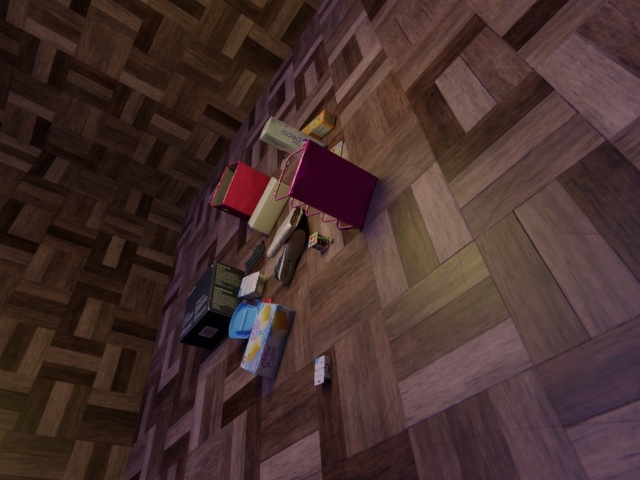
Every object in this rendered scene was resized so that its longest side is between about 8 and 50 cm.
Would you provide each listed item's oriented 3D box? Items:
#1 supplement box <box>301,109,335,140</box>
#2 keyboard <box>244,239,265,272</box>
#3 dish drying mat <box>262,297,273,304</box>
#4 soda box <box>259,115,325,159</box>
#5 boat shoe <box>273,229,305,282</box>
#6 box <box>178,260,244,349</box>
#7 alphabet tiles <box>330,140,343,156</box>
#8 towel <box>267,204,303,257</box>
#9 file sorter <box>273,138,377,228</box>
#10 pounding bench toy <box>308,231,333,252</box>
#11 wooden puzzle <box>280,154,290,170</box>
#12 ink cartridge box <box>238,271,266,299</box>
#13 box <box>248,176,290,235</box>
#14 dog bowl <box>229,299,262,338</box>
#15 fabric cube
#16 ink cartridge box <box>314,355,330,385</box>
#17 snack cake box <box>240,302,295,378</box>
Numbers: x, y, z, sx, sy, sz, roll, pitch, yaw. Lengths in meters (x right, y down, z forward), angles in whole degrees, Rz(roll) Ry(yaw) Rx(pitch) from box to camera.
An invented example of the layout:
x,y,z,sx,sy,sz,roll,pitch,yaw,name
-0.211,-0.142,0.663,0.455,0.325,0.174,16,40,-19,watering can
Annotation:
x,y,z,sx,sy,sz,roll,pitch,yaw,name
-0.024,-0.541,2.029,0.233,0.080,0.078,-27,48,46,supplement box
-0.345,0.075,2.146,0.180,0.023,0.108,-50,31,24,keyboard
-0.233,0.271,1.811,0.083,0.008,0.032,-21,51,52,dish drying mat
-0.128,-0.457,1.908,0.098,0.286,0.091,-14,55,65,soda box
-0.134,0.059,1.730,0.079,0.084,0.233,16,84,58,boat shoe
-0.561,0.339,2.137,0.343,0.179,0.312,-44,35,34,box
0.017,-0.317,1.853,0.237,0.009,0.198,-30,44,47,alphabet tiles
-0.149,-0.046,1.800,0.187,0.049,0.282,-54,9,23,towel
0.011,-0.181,1.460,0.182,0.291,0.202,-7,62,62,file sorter
0.000,0.000,1.567,0.083,0.065,0.052,-32,42,45,pounding bench toy
-0.194,-0.436,2.306,0.079,0.014,0.116,-11,58,52,wooden puzzle
-0.315,0.217,1.939,0.180,0.060,0.104,-23,48,52,ink cartridge box
-0.254,-0.175,2.097,0.275,0.113,0.094,-60,28,7,box
-0.304,0.355,1.797,0.297,0.074,0.165,-20,52,53,dog bowl
-0.422,-0.259,2.295,0.254,0.258,0.258,5,72,60,fabric cube
0.007,0.405,1.271,0.048,0.028,0.083,-38,38,41,ink cartridge box
-0.205,0.380,1.590,0.152,0.089,0.264,-9,60,57,snack cake box
